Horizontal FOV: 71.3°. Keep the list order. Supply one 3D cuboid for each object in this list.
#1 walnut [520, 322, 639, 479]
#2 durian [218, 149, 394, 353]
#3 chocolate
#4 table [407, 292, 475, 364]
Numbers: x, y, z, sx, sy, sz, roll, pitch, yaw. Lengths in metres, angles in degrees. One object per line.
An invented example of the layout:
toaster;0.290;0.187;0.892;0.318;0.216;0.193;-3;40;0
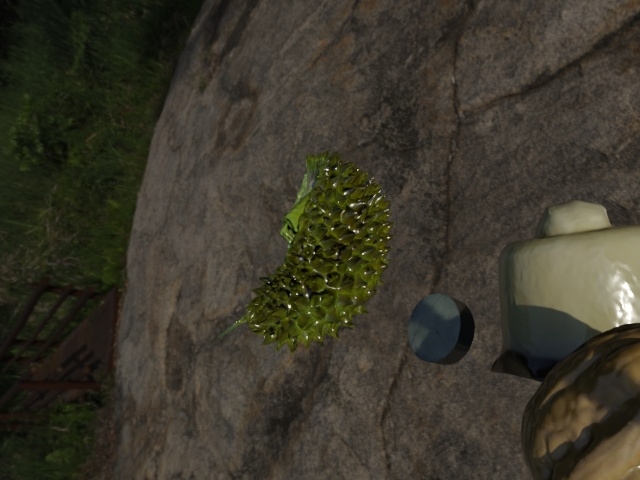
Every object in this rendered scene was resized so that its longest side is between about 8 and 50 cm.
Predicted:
walnut;0.339;0.211;0.461;0.261;0.225;0.225;-48;42;14
durian;0.004;0.001;0.658;0.170;0.157;0.355;-20;39;46
chocolate;0.472;0.088;0.797;0.326;0.314;0.296;90;175;-75
table;0.232;0.172;0.866;0.133;0.043;0.133;-37;43;44
